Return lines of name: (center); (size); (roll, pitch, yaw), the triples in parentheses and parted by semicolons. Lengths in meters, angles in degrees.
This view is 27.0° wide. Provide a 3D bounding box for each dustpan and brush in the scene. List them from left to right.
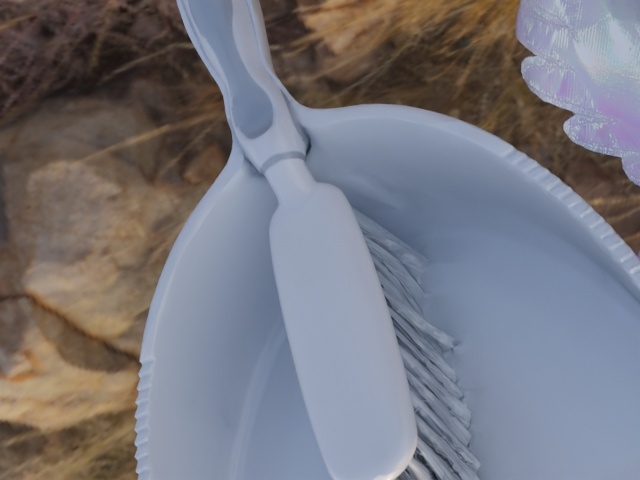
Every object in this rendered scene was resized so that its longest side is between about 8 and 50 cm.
dustpan and brush: (0.000, 0.000, 0.345); (0.147, 0.060, 0.211); (-30, 53, 18)

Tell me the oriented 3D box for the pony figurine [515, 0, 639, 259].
pony figurine: (0.237, 0.036, 0.761); (0.351, 0.363, 0.303); (19, 154, 30)
